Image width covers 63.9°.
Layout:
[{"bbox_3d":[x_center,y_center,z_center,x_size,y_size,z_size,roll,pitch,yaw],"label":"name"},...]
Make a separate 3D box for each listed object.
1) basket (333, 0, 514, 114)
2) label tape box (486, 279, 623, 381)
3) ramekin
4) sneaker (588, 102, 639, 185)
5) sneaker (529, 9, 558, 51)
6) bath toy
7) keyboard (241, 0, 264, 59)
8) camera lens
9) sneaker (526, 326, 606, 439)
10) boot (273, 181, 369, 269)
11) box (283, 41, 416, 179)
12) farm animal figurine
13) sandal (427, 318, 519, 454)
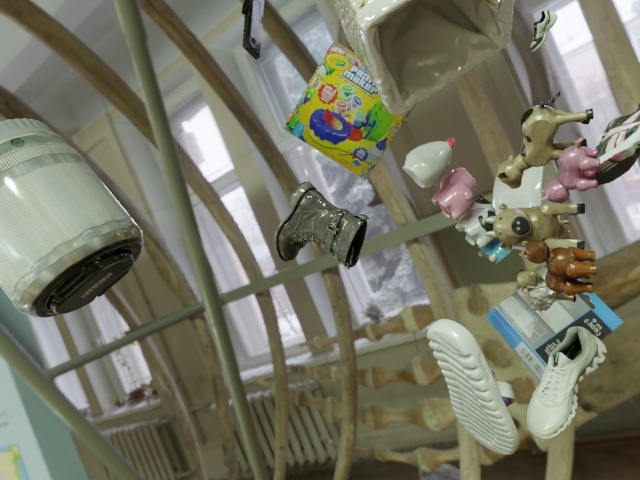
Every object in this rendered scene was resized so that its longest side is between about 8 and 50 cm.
[{"bbox_3d":[0.206,-0.520,1.119,0.331,0.266,0.328,-32,-25,6],"label":"basket"},{"bbox_3d":[0.697,0.215,1.492,0.334,0.240,0.106,-30,-26,-14],"label":"label tape box"},{"bbox_3d":[0.561,-0.095,1.395,0.127,0.272,0.273,-1,12,34],"label":"ramekin"},{"bbox_3d":[0.514,-0.168,0.886,0.178,0.077,0.072,-35,-44,12],"label":"sneaker"},{"bbox_3d":[0.454,-0.436,1.067,0.032,0.037,0.083,-102,34,-65],"label":"sneaker"},{"bbox_3d":[0.340,-0.105,1.219,0.129,0.348,0.151,-45,20,2],"label":"bath toy"},{"bbox_3d":[-0.149,-0.498,1.110,0.023,0.180,0.108,3,-2,10],"label":"keyboard"},{"bbox_3d":[-0.448,-0.030,0.838,0.219,0.274,0.219,-40,-4,-3],"label":"camera lens"},{"bbox_3d":[0.581,0.339,1.250,0.110,0.118,0.292,21,75,48],"label":"sneaker"},{"bbox_3d":[0.000,0.000,1.294,0.091,0.229,0.262,-19,-41,-44],"label":"boot"},{"bbox_3d":[0.091,-0.388,1.533,0.279,0.290,0.177,-57,6,22],"label":"box"},{"bbox_3d":[0.395,-0.053,0.951,0.172,0.330,0.327,1,-16,19],"label":"farm animal figurine"},{"bbox_3d":[0.361,0.323,1.128,0.102,0.416,0.169,-39,33,-21],"label":"sandal"}]
